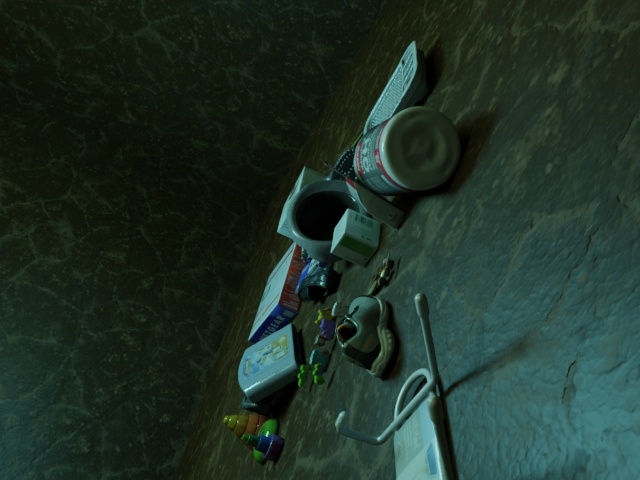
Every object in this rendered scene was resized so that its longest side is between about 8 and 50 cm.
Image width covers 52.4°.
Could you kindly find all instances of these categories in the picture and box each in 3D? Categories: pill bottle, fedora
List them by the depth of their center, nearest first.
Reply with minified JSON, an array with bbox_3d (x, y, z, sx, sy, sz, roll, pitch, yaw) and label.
[{"bbox_3d":[0.179,-0.192,1.488,0.176,0.176,0.318,-67,11,-5],"label":"pill bottle"},{"bbox_3d":[0.027,-0.040,1.887,0.124,0.243,0.276,84,-175,-46],"label":"fedora"}]

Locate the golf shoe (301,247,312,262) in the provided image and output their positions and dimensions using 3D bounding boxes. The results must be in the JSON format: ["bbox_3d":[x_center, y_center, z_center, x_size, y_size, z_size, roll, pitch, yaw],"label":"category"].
[{"bbox_3d":[0.000,0.000,2.130,0.273,0.120,0.105,97,-177,-60],"label":"golf shoe"}]

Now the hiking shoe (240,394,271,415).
[{"bbox_3d":[-0.186,0.455,1.949,0.227,0.086,0.114,159,132,-74],"label":"hiking shoe"}]

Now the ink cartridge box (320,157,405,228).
[{"bbox_3d":[0.090,-0.119,1.617,0.056,0.224,0.181,-60,11,8],"label":"ink cartridge box"}]

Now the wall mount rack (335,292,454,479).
[{"bbox_3d":[0.122,0.265,0.915,0.304,0.130,0.350,-59,14,29],"label":"wall mount rack"}]

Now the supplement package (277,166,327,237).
[{"bbox_3d":[-0.047,-0.130,2.473,0.194,0.149,0.203,-81,17,-53],"label":"supplement package"}]

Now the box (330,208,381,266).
[{"bbox_3d":[0.092,-0.007,1.692,0.087,0.101,0.102,-56,14,41],"label":"box"}]

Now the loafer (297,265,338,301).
[{"bbox_3d":[-0.018,0.146,1.951,0.223,0.076,0.078,-41,19,57],"label":"loafer"}]

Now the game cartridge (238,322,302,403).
[{"bbox_3d":[-0.152,0.364,1.944,0.198,0.062,0.297,-27,17,3],"label":"game cartridge"}]

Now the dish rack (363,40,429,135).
[{"bbox_3d":[0.232,-0.413,1.971,0.333,0.072,0.286,-58,14,34],"label":"dish rack"}]

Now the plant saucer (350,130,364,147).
[{"bbox_3d":[0.097,-0.276,2.307,0.188,0.045,0.188,-56,5,-31],"label":"plant saucer"}]

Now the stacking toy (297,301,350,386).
[{"bbox_3d":[0.010,0.266,1.652,0.167,0.052,0.221,140,150,-69],"label":"stacking toy"}]

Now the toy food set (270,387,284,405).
[{"bbox_3d":[-0.131,0.460,1.964,0.083,0.020,0.083,-61,12,20],"label":"toy food set"}]

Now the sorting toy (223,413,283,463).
[{"bbox_3d":[-0.204,0.548,1.851,0.127,0.126,0.365,-68,11,-12],"label":"sorting toy"}]

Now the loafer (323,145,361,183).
[{"bbox_3d":[0.065,-0.164,2.164,0.366,0.134,0.130,-48,-7,31],"label":"loafer"}]

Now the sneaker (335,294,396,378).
[{"bbox_3d":[0.083,0.176,1.344,0.271,0.108,0.100,-99,33,-72],"label":"sneaker"}]

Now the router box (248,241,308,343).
[{"bbox_3d":[-0.142,0.197,2.406,0.335,0.082,0.301,-52,18,51],"label":"router box"}]

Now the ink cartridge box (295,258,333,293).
[{"bbox_3d":[-0.015,0.098,2.112,0.207,0.046,0.097,-51,17,54],"label":"ink cartridge box"}]

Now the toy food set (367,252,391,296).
[{"bbox_3d":[0.142,0.080,1.501,0.122,0.019,0.078,118,172,-59],"label":"toy food set"}]
